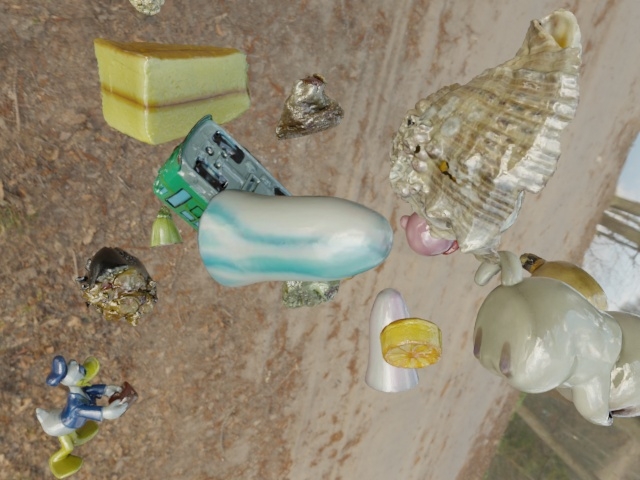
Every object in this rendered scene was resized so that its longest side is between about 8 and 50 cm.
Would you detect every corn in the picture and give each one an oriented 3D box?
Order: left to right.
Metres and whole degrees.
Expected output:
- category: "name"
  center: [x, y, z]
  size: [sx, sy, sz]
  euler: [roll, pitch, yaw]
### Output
- category: "corn"
  center: [-0.476, -0.646, 1.227]
  size: [0.087, 0.211, 0.087]
  euler: [-43, 163, -17]

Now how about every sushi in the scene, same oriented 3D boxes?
- category: "sushi"
  center: [-0.653, 0.154, 1.589]
  size: [0.200, 0.204, 0.213]
  euler: [-53, 143, 3]

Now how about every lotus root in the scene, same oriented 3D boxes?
- category: "lotus root"
  center: [0.742, 0.145, 1.525]
  size: [0.182, 0.310, 0.183]
  euler: [-13, 133, -14]

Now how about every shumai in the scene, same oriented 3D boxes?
- category: "shumai"
  center: [-0.046, -0.450, 1.622]
  size: [0.184, 0.218, 0.186]
  euler: [-18, 98, -52]
- category: "shumai"
  center: [-0.032, 0.188, 2.059]
  size: [0.189, 0.218, 0.256]
  euler: [-52, 153, -64]

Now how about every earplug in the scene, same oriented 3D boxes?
- category: "earplug"
  center: [-0.031, -0.003, 0.827]
  size: [0.185, 0.323, 0.185]
  euler: [-1, 91, -55]
- category: "earplug"
  center: [0.217, 0.297, 1.534]
  size: [0.172, 0.172, 0.301]
  euler: [-12, 103, -41]

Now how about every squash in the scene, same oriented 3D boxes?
- category: "squash"
  center: [-0.498, -0.048, 1.565]
  size: [0.105, 0.105, 0.132]
  euler: [-8, 91, -42]

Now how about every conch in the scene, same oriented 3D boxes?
- category: "conch"
  center: [0.150, -0.079, 0.441]
  size: [0.162, 0.178, 0.245]
  euler: [4, 135, -22]

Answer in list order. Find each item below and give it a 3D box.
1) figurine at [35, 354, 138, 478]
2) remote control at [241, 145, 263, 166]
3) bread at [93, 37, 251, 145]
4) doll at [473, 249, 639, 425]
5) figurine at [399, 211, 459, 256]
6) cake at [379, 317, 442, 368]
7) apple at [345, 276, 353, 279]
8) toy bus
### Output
- category: "figurine"
  center: [-0.692, 0.476, 1.431]
  size: [0.283, 0.204, 0.339]
  euler: [-12, 117, -7]
- category: "remote control"
  center: [-0.292, -0.294, 1.583]
  size: [0.090, 0.066, 0.266]
  euler: [-33, 123, 29]
- category: "bread"
  center: [-0.396, -0.435, 1.385]
  size: [0.361, 0.244, 0.233]
  euler: [-27, 134, -44]
- category: "doll"
  center: [0.443, 0.193, 0.872]
  size: [0.226, 0.370, 0.215]
  euler: [-63, -175, -14]
- category: "figurine"
  center: [0.362, -0.030, 1.630]
  size: [0.173, 0.173, 0.173]
  euler: [-25, 131, -33]
- category: "cake"
  center: [0.119, 0.135, 0.647]
  size: [0.084, 0.084, 0.044]
  euler: [65, 23, -46]
- category: "apple"
  center: [0.087, 0.080, 1.715]
  size: [0.114, 0.102, 0.099]
  euler: [-50, 162, -68]
- category: "toy bus"
  center: [-0.221, -0.099, 1.158]
  size: [0.343, 0.199, 0.184]
  euler: [45, 44, -24]
